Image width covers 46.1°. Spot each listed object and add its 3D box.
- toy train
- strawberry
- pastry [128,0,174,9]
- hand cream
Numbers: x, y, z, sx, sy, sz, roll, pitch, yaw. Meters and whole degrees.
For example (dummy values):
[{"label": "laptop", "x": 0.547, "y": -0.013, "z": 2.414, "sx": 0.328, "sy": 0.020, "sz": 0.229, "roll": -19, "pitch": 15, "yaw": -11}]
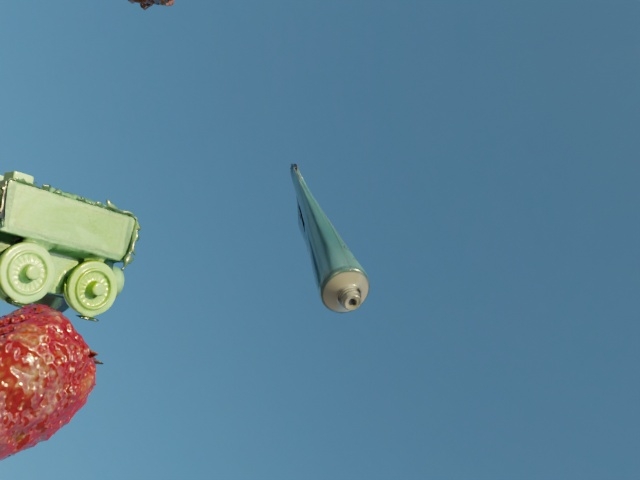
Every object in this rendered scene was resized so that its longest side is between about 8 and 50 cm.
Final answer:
[{"label": "toy train", "x": -0.413, "y": 0.015, "z": 1.127, "sx": 0.159, "sy": 0.271, "sz": 0.188, "roll": 0, "pitch": -103, "yaw": 41}, {"label": "strawberry", "x": -0.274, "y": 0.132, "z": 0.704, "sx": 0.131, "sy": 0.148, "sz": 0.131, "roll": -6, "pitch": -63, "yaw": -12}, {"label": "pastry", "x": -0.237, "y": -0.323, "z": 0.792, "sx": 0.115, "sy": 0.208, "sz": 0.097, "roll": -4, "pitch": -101, "yaw": 48}, {"label": "hand cream", "x": 0.000, "y": 0.000, "z": 0.760, "sx": 0.048, "sy": 0.224, "sz": 0.083, "roll": -13, "pitch": -59, "yaw": -9}]
